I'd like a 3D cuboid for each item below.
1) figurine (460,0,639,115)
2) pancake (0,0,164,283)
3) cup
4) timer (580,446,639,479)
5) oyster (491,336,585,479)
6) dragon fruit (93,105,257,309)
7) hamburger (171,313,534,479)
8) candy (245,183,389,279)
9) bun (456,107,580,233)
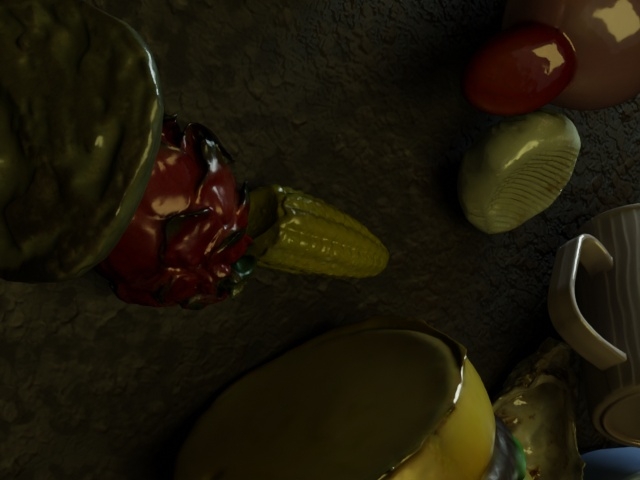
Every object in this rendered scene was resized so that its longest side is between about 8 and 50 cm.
[{"bbox_3d":[0.318,-0.261,1.325,0.261,0.211,0.270,-14,123,-69],"label":"figurine"},{"bbox_3d":[-0.267,-0.099,1.079,0.049,0.294,0.294,7,94,-61],"label":"pancake"},{"bbox_3d":[0.428,0.095,1.428,0.288,0.208,0.273,50,35,-46],"label":"cup"},{"bbox_3d":[0.401,0.480,1.554,0.395,0.173,0.395,-5,100,-28],"label":"timer"},{"bbox_3d":[0.294,0.242,1.504,0.161,0.107,0.233,16,95,4],"label":"oyster"},{"bbox_3d":[-0.175,-0.042,1.159,0.193,0.192,0.274,-37,80,2],"label":"dragon fruit"},{"bbox_3d":[0.042,0.302,1.219,0.395,0.395,0.277,-35,112,-20],"label":"hamburger"},{"bbox_3d":[0.000,0.000,1.318,0.199,0.106,0.094,16,70,-36],"label":"candy"},{"bbox_3d":[0.244,-0.097,1.433,0.183,0.102,0.183,-26,144,-21],"label":"bun"}]
